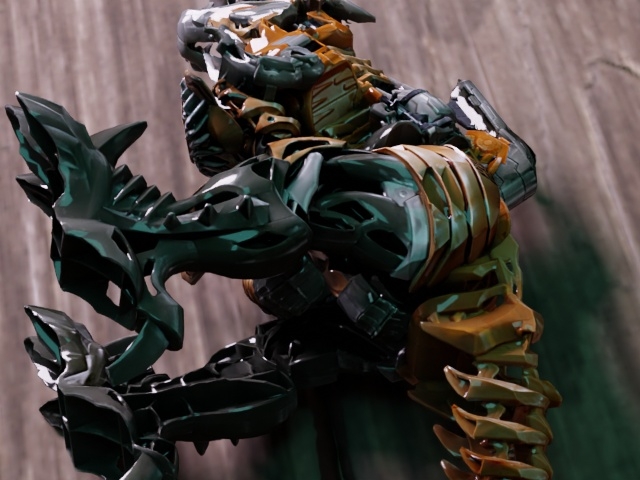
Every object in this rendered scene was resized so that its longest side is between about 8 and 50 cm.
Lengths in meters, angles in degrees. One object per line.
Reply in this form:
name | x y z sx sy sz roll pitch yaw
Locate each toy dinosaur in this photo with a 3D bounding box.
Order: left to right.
toy dinosaur | 0.000 0.000 0.719 0.218 0.164 0.322 -13 25 -19
